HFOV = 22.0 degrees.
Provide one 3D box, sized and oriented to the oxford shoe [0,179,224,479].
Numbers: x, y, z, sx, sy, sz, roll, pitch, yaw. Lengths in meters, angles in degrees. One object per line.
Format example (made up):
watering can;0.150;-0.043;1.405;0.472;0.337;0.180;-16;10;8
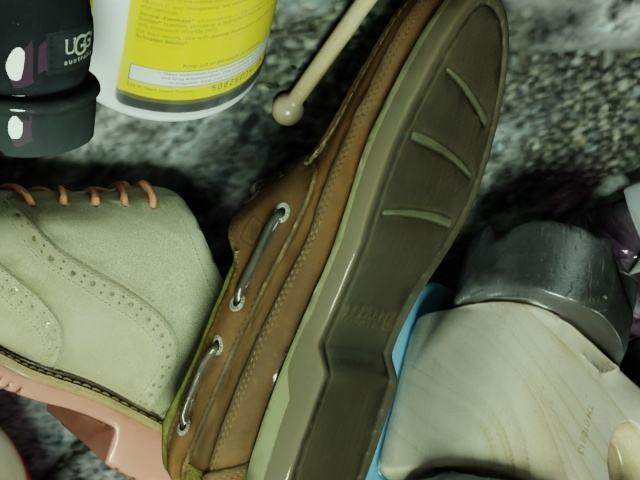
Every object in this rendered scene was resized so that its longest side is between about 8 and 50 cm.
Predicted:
oxford shoe;-0.155;0.012;0.903;0.397;0.140;0.146;38;83;-39

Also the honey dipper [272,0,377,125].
honey dipper;0.015;-0.116;0.861;0.030;0.030;0.160;11;137;-31

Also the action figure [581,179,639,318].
action figure;0.297;-0.049;0.980;0.185;0.099;0.285;-5;153;-44

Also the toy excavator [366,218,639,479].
toy excavator;0.078;0.201;1.129;0.445;0.222;0.433;-11;141;41

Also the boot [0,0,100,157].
boot;-0.187;-0.161;0.671;0.247;0.094;0.207;16;112;20

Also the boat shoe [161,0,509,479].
boat shoe;0.000;0.000;0.864;0.111;0.104;0.307;32;79;-57

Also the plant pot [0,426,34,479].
plant pot;-0.266;0.243;1.024;0.275;0.275;0.243;-9;133;-10

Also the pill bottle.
pill bottle;-0.062;-0.149;0.729;0.103;0.103;0.184;-3;140;-18
